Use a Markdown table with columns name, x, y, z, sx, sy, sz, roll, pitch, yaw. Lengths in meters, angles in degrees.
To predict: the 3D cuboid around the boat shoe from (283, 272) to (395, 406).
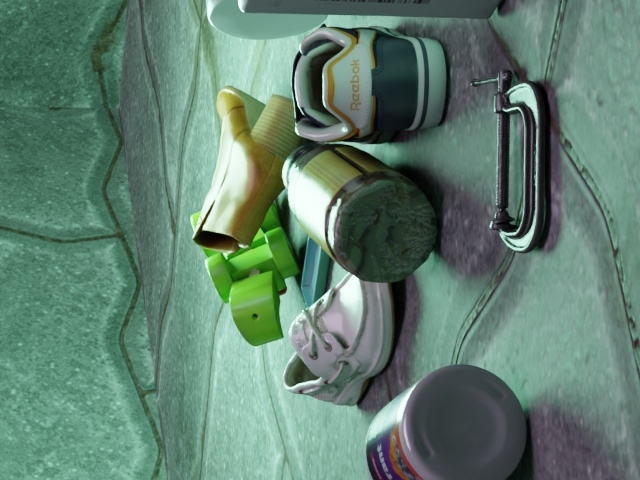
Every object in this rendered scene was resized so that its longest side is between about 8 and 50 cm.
| name | x | y | z | sx | sy | sz | roll | pitch | yaw |
| --- | --- | --- | --- | --- | --- | --- | --- | --- | --- |
| boat shoe | 0.014 | 0.108 | 1.931 | 0.277 | 0.096 | 0.098 | 110 | 157 | -57 |

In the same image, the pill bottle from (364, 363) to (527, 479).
| name | x | y | z | sx | sy | sz | roll | pitch | yaw |
| --- | --- | --- | --- | --- | --- | --- | --- | --- | --- |
| pill bottle | 0.098 | 0.177 | 1.529 | 0.193 | 0.108 | 0.108 | 126 | 142 | -70 |

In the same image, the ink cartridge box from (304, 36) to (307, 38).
| name | x | y | z | sx | sy | sz | roll | pitch | yaw |
| --- | --- | --- | --- | --- | --- | --- | --- | --- | --- |
| ink cartridge box | 0.000 | -0.212 | 2.139 | 0.083 | 0.028 | 0.048 | -122 | 33 | -66 |

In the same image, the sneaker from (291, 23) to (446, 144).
| name | x | y | z | sx | sy | sz | roll | pitch | yaw |
| --- | --- | --- | --- | --- | --- | --- | --- | --- | --- |
| sneaker | 0.027 | -0.160 | 1.809 | 0.321 | 0.127 | 0.126 | 180 | 88 | -79 |

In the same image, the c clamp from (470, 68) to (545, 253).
| name | x | y | z | sx | sy | sz | roll | pitch | yaw |
| --- | --- | --- | --- | --- | --- | --- | --- | --- | --- |
| c clamp | 0.159 | -0.067 | 1.464 | 0.137 | 0.022 | 0.161 | 160 | 111 | -71 |

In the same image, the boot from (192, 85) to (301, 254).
| name | x | y | z | sx | sy | sz | roll | pitch | yaw |
| --- | --- | --- | --- | --- | --- | --- | --- | --- | --- |
| boot | -0.117 | -0.089 | 2.343 | 0.211 | 0.104 | 0.295 | -63 | 19 | -5 |

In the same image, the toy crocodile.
| name | x | y | z | sx | sy | sz | roll | pitch | yaw |
| --- | --- | --- | --- | --- | --- | --- | --- | --- | --- |
| toy crocodile | -0.096 | 0.018 | 2.390 | 0.340 | 0.115 | 0.105 | -112 | -1 | -61 |

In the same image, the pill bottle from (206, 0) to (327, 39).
| name | x | y | z | sx | sy | sz | roll | pitch | yaw |
| --- | --- | --- | --- | --- | --- | --- | --- | --- | --- |
| pill bottle | -0.071 | -0.415 | 2.092 | 0.188 | 0.188 | 0.334 | 122 | 146 | -67 |

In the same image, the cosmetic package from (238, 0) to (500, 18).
| name | x | y | z | sx | sy | sz | roll | pitch | yaw |
| --- | --- | --- | --- | --- | --- | --- | --- | --- | --- |
| cosmetic package | 0.035 | -0.425 | 1.527 | 0.161 | 0.230 | 0.453 | 118 | 149 | -64 |

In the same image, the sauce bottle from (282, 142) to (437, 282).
| name | x | y | z | sx | sy | sz | roll | pitch | yaw |
| --- | --- | --- | --- | --- | --- | --- | --- | --- | --- |
| sauce bottle | 0.029 | -0.042 | 1.845 | 0.344 | 0.111 | 0.111 | -131 | 42 | -74 |

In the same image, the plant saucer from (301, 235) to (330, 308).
| name | x | y | z | sx | sy | sz | roll | pitch | yaw |
| --- | --- | --- | --- | --- | --- | --- | --- | --- | --- |
| plant saucer | 0.000 | 0.000 | 2.175 | 0.067 | 0.018 | 0.192 | -108 | 20 | -53 |
